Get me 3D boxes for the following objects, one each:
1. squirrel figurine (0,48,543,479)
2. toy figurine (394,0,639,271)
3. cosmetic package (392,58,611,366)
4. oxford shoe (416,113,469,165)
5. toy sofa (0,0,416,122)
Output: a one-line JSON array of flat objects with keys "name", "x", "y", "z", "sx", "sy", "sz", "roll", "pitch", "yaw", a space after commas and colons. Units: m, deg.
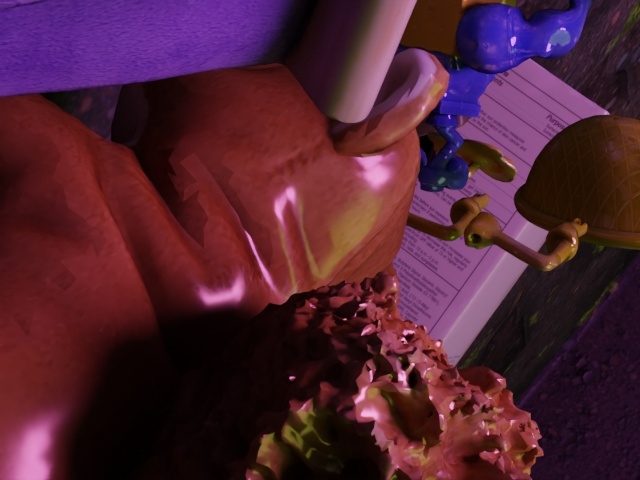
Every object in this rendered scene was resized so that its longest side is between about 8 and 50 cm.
[{"name": "squirrel figurine", "x": -0.073, "y": 0.060, "z": 0.725, "sx": 0.370, "sy": 0.397, "sz": 0.281, "roll": -26, "pitch": 143, "yaw": -30}, {"name": "toy figurine", "x": 0.070, "y": -0.132, "z": 0.949, "sx": 0.191, "sy": 0.362, "sz": 0.217, "roll": -6, "pitch": 107, "yaw": -41}, {"name": "cosmetic package", "x": 0.110, "y": -0.023, "z": 1.367, "sx": 0.309, "sy": 0.160, "sz": 0.113, "roll": -54, "pitch": 162, "yaw": 9}, {"name": "oxford shoe", "x": 0.089, "y": -0.140, "z": 1.208, "sx": 0.083, "sy": 0.096, "sz": 0.227, "roll": -36, "pitch": 154, "yaw": -34}, {"name": "toy sofa", "x": -0.114, "y": -0.093, "z": 0.543, "sx": 0.362, "sy": 0.177, "sz": 0.150, "roll": -12, "pitch": 141, "yaw": -34}]
